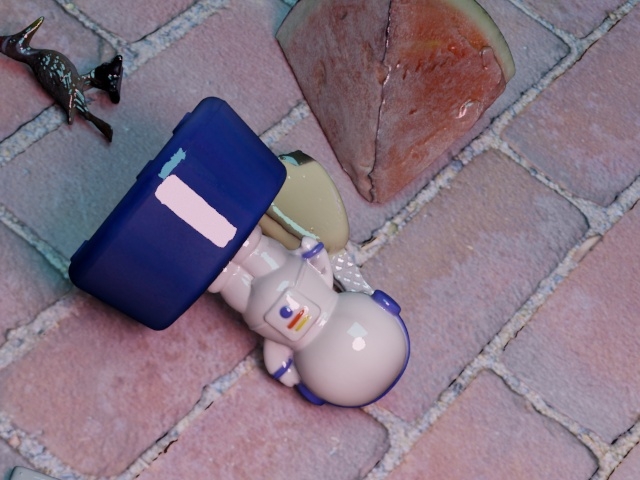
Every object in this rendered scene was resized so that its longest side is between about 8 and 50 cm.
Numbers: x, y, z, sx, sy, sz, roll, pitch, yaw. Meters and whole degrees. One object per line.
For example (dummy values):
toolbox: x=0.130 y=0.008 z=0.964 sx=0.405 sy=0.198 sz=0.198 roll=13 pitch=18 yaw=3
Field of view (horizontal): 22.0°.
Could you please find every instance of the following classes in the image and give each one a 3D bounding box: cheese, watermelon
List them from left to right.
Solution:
cheese: x=0.000 y=0.000 z=2.039 sx=0.127 sy=0.054 sz=0.251 roll=-21 pitch=64 yaw=-30
watermelon: x=0.087 y=-0.215 z=2.195 sx=0.283 sy=0.292 sz=0.250 roll=28 pitch=6 yaw=-26

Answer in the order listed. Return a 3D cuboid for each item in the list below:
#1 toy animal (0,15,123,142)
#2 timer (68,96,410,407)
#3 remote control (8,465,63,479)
toy animal: x=-0.329 y=-0.210 z=2.086 sx=0.202 sy=0.070 sz=0.105 roll=30 pitch=70 yaw=1
timer: x=-0.066 y=0.050 z=1.889 sx=0.383 sy=0.270 sz=0.270 roll=39 pitch=51 yaw=-7
remote control: x=-0.259 y=0.288 z=1.757 sx=0.162 sy=0.029 sz=0.061 roll=19 pitch=49 yaw=-4
